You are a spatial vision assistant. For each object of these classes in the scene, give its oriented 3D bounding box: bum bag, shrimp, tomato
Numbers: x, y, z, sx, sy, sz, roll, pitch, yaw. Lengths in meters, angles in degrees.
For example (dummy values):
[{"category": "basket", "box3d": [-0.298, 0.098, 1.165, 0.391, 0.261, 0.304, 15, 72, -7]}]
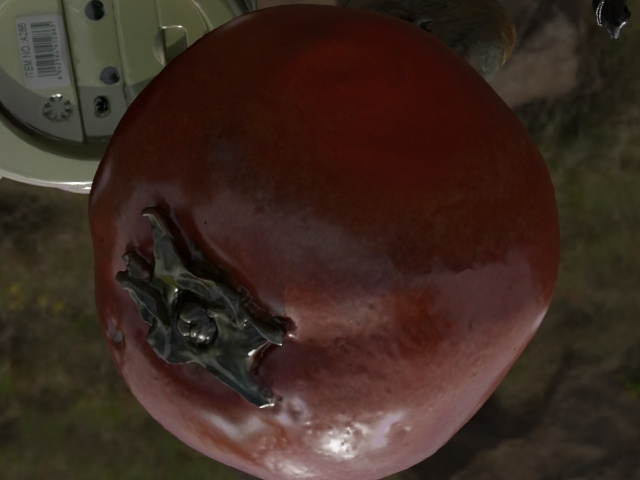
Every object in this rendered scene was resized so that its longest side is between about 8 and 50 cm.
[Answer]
[{"category": "bum bag", "box3d": [0.264, -0.243, 1.299, 0.034, 0.124, 0.058, -1, 159, -4]}, {"category": "shrimp", "box3d": [0.092, -0.188, 1.346, 0.164, 0.317, 0.062, 19, 124, 11]}, {"category": "tomato", "box3d": [0.000, 0.000, 1.004, 0.290, 0.325, 0.293, -28, 151, -45]}]

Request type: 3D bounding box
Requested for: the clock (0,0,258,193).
[{"category": "clock", "box3d": [-0.203, -0.170, 1.206, 0.309, 0.114, 0.284, -8, 124, -6]}]
